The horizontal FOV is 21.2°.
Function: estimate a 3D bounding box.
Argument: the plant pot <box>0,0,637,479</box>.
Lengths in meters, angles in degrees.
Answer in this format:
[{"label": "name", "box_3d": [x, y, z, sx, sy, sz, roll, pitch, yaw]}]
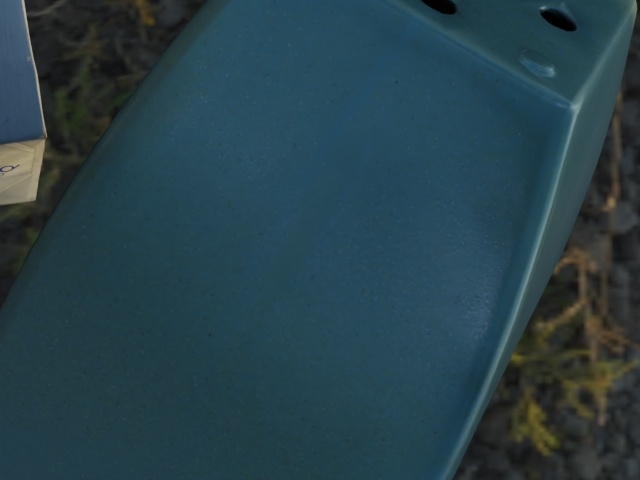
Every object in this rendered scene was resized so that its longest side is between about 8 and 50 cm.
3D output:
[{"label": "plant pot", "box_3d": [0.000, 0.000, 0.592, 0.165, 0.234, 0.165, 30, 33, 5]}]

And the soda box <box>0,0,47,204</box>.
[{"label": "soda box", "box_3d": [-0.188, -0.156, 0.738, 0.098, 0.091, 0.286, -9, 77, -15]}]
